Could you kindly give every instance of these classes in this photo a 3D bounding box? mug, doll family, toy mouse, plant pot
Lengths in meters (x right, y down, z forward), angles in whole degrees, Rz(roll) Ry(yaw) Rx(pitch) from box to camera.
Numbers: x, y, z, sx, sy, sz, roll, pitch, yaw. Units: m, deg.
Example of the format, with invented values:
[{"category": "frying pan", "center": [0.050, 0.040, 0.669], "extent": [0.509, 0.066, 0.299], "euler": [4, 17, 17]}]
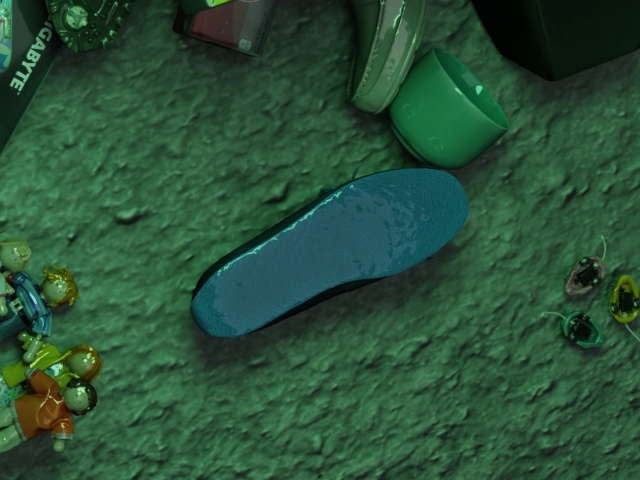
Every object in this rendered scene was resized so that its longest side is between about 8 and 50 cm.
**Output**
[{"category": "mug", "center": [0.149, -0.138, 1.841], "extent": [0.097, 0.129, 0.157], "euler": [-42, 122, 18]}, {"category": "doll family", "center": [-0.331, 0.106, 1.737], "extent": [0.163, 0.118, 0.263], "euler": [-24, 90, -8]}, {"category": "toy mouse", "center": [0.334, 0.076, 2.008], "extent": [0.143, 0.031, 0.161], "euler": [-15, 106, -17]}, {"category": "plant pot", "center": [0.277, -0.294, 1.839], "extent": [0.187, 0.188, 0.167], "euler": [-21, 120, -16]}]

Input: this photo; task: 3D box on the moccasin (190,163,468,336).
[{"category": "moccasin", "center": [0.000, 0.000, 1.826], "extent": [0.342, 0.117, 0.138], "euler": [-20, 95, -11]}]

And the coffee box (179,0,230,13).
[{"category": "coffee box", "center": [-0.019, -0.431, 1.515], "extent": [0.338, 0.334, 0.338], "euler": [-20, 100, -5]}]

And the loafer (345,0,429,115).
[{"category": "loafer", "center": [0.068, -0.303, 1.793], "extent": [0.111, 0.112, 0.320], "euler": [12, 89, -17]}]

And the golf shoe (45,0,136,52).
[{"category": "golf shoe", "center": [-0.254, -0.328, 1.639], "extent": [0.105, 0.120, 0.273], "euler": [-5, 93, -32]}]

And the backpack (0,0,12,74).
[{"category": "backpack", "center": [-0.398, -0.259, 1.488], "extent": [0.191, 0.225, 0.254], "euler": [-7, 99, -41]}]

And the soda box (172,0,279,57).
[{"category": "soda box", "center": [-0.077, -0.339, 1.739], "extent": [0.092, 0.083, 0.263], "euler": [16, 94, -21]}]

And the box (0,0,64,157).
[{"category": "box", "center": [-0.441, -0.194, 1.641], "extent": [0.293, 0.073, 0.296], "euler": [31, 89, -22]}]
